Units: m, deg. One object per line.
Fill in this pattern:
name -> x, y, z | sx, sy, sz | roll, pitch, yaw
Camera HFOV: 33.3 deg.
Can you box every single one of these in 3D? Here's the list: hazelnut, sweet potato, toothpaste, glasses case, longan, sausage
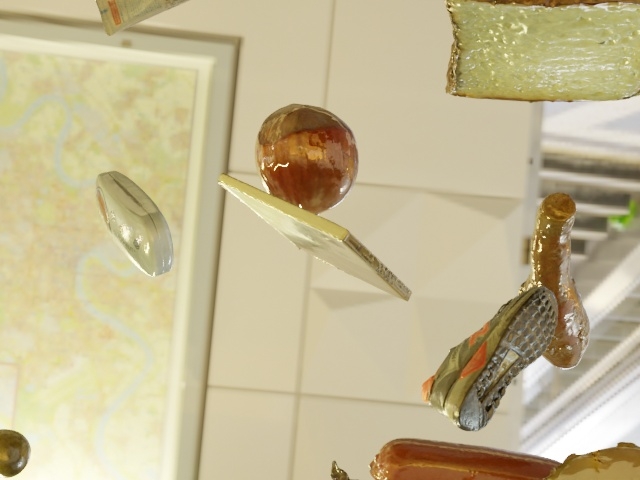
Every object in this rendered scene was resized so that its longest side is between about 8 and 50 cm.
hazelnut -> -0.024, -0.144, 1.932 | 0.176, 0.214, 0.214 | -10, -176, -31
sweet potato -> 0.355, 0.082, 1.645 | 0.109, 0.109, 0.385 | 3, 141, 21
toothpaste -> -0.271, -0.428, 1.827 | 0.234, 0.089, 0.057 | -18, -179, 6
glasses case -> -0.197, -0.020, 1.122 | 0.045, 0.067, 0.178 | -17, -151, -22
longan -> -0.469, 0.314, 1.577 | 0.083, 0.075, 0.075 | -3, 173, 16
sausage -> 0.253, 0.376, 1.725 | 0.348, 0.094, 0.097 | 6, -156, -1

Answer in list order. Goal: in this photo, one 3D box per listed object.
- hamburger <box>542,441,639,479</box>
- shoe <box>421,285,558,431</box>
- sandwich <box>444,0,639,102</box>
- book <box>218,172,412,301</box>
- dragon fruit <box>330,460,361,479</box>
hamburger -> 0.422, 0.416, 1.391 | 0.276, 0.237, 0.276 | -6, -162, 2
shoe -> 0.182, 0.118, 1.166 | 0.077, 0.194, 0.074 | 15, 146, 46
sandwich -> 0.279, -0.256, 1.261 | 0.271, 0.099, 0.301 | 0, 165, 8
book -> 0.000, 0.000, 1.560 | 0.217, 0.021, 0.310 | 25, 172, 27
dragon fruit -> 0.040, 0.351, 1.005 | 0.298, 0.244, 0.244 | 20, -175, 34
